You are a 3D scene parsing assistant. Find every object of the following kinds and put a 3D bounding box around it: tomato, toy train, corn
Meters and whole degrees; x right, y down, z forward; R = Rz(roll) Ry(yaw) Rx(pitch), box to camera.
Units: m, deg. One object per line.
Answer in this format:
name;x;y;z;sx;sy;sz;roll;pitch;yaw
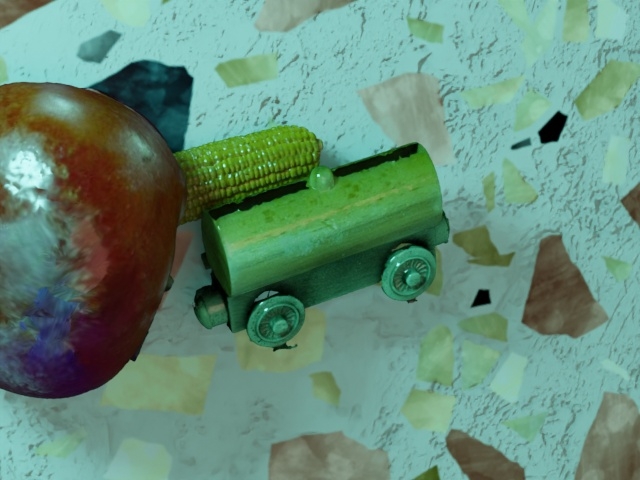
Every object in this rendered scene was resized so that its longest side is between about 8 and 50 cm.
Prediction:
tomato;-0.286;0.020;1.562;0.290;0.176;0.335;18;109;-8
toy train;-0.003;-0.005;1.723;0.307;0.126;0.189;-19;119;-16
corn;-0.109;-0.069;1.699;0.238;0.080;0.080;-20;110;-20
